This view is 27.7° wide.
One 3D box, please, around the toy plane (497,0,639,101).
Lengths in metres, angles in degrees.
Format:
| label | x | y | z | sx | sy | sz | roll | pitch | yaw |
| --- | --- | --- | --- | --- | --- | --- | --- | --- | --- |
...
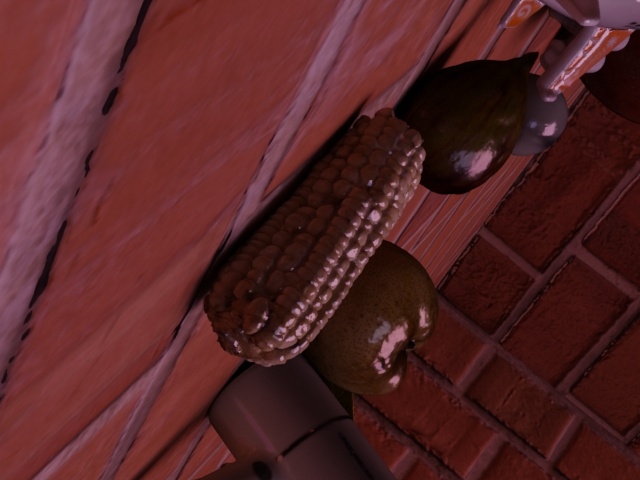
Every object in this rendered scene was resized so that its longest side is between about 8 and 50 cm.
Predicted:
| label | x | y | z | sx | sy | sz | roll | pitch | yaw |
| --- | --- | --- | --- | --- | --- | --- | --- | --- | --- |
| toy plane | 0.245 | -0.213 | 1.045 | 0.244 | 0.117 | 0.245 | -28 | 151 | -17 |

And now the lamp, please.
| label | x | y | z | sx | sy | sz | roll | pitch | yaw |
| --- | --- | --- | --- | --- | --- | --- | --- | --- | --- |
| lamp | 0.254 | -0.156 | 1.612 | 0.105 | 0.105 | 0.105 | -50 | 172 | -9 |

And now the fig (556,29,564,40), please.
| label | x | y | z | sx | sy | sz | roll | pitch | yaw |
| --- | --- | --- | --- | --- | --- | --- | --- | --- | --- |
| fig | 0.410 | -0.283 | 1.873 | 0.128 | 0.150 | 0.128 | -48 | -147 | 45 |

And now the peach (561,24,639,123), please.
| label | x | y | z | sx | sy | sz | roll | pitch | yaw |
| --- | --- | --- | --- | --- | --- | --- | --- | --- | --- |
| peach | 0.386 | -0.249 | 1.455 | 0.252 | 0.252 | 0.252 | -50 | 172 | -9 |

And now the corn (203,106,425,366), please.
| label | x | y | z | sx | sy | sz | roll | pitch | yaw |
| --- | --- | --- | --- | --- | --- | --- | --- | --- | --- |
| corn | 0.000 | 0.000 | 0.936 | 0.211 | 0.087 | 0.087 | -49 | 172 | -25 |

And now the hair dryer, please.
| label | x | y | z | sx | sy | sz | roll | pitch | yaw |
| --- | --- | --- | --- | --- | --- | --- | --- | --- | --- |
| hair dryer | -0.102 | 0.260 | 1.315 | 0.362 | 0.203 | 0.128 | -19 | 151 | -39 |

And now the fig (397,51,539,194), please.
| label | x | y | z | sx | sy | sz | roll | pitch | yaw |
| --- | --- | --- | --- | --- | --- | --- | --- | --- | --- |
| fig | 0.132 | -0.110 | 1.117 | 0.154 | 0.103 | 0.109 | -44 | -165 | 4 |

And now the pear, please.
| label | x | y | z | sx | sy | sz | roll | pitch | yaw |
| --- | --- | --- | --- | --- | --- | --- | --- | --- | --- |
| pear | 0.054 | 0.083 | 1.432 | 0.167 | 0.136 | 0.167 | -39 | 149 | -29 |

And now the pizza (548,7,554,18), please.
| label | x | y | z | sx | sy | sz | roll | pitch | yaw |
| --- | --- | --- | --- | --- | --- | --- | --- | --- | --- |
| pizza | 0.264 | -0.287 | 1.230 | 0.134 | 0.056 | 0.271 | -58 | 173 | -13 |

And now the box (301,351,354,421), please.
| label | x | y | z | sx | sy | sz | roll | pitch | yaw |
| --- | --- | --- | --- | --- | --- | --- | --- | --- | --- |
| box | 0.003 | 0.167 | 1.550 | 0.121 | 0.030 | 0.193 | 121 | -25 | -46 |
